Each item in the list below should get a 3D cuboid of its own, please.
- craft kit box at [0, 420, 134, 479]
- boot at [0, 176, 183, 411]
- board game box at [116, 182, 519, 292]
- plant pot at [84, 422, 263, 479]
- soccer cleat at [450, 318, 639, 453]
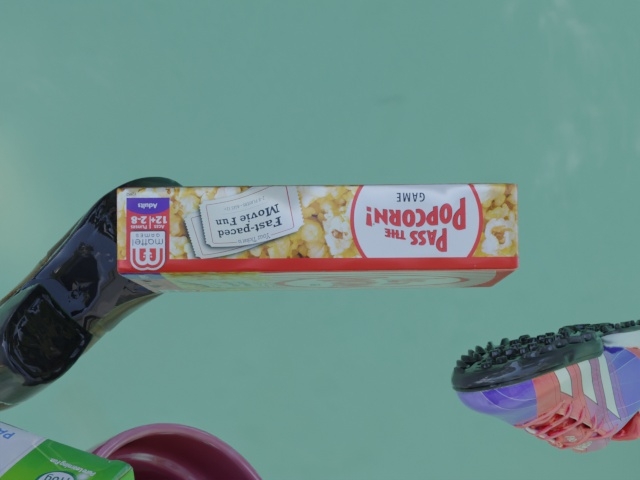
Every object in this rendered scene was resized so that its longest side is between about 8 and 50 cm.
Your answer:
[{"bbox_3d":[-0.200,0.204,0.909,0.247,0.249,0.061,12,31,27],"label":"craft kit box"},{"bbox_3d":[-0.242,0.072,1.357,0.096,0.280,0.264,47,48,-15],"label":"boot"},{"bbox_3d":[0.000,0.000,0.858,0.194,0.147,0.045,-1,85,2],"label":"board game box"},{"bbox_3d":[-0.148,0.251,1.189,0.180,0.201,0.201,-27,55,42],"label":"plant pot"},{"bbox_3d":[0.216,0.137,1.447,0.109,0.318,0.116,-7,88,30],"label":"soccer cleat"}]
